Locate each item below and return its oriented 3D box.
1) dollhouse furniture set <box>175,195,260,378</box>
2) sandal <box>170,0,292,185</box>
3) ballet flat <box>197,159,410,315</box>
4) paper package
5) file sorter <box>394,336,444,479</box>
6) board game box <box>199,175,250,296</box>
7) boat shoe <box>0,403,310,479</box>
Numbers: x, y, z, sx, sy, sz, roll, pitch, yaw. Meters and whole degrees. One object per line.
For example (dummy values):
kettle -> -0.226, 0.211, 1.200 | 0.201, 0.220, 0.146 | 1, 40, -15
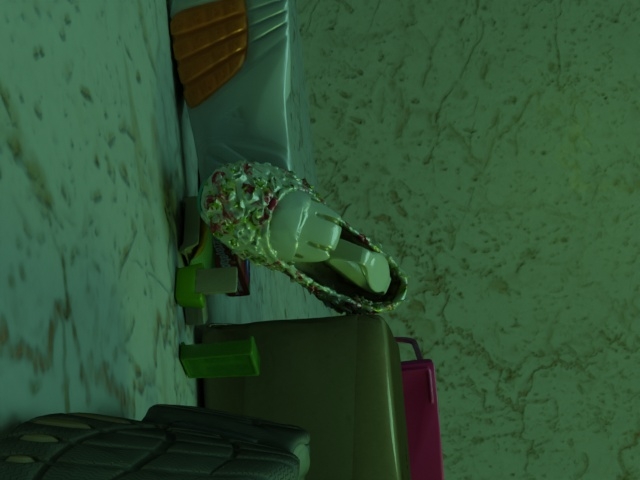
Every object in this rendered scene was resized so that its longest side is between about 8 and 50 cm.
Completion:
dollhouse furniture set -> -0.081, 0.036, 0.907 | 0.076, 0.059, 0.151 | 80, 6, -53
sandal -> -0.075, -0.124, 0.975 | 0.076, 0.102, 0.265 | -179, -95, -87
ballet flat -> 0.000, 0.000, 0.919 | 0.241, 0.077, 0.091 | 31, 75, -50
paper package -> 0.000, 0.242, 1.033 | 0.309, 0.168, 0.324 | 58, 28, -78
file sorter -> 0.039, 0.273, 1.323 | 0.182, 0.202, 0.290 | -88, 173, -82
board game box -> -0.095, -0.101, 1.115 | 0.145, 0.027, 0.281 | 74, 11, -62
boat shoe -> -0.070, 0.148, 0.537 | 0.324, 0.123, 0.116 | 32, 69, -77
